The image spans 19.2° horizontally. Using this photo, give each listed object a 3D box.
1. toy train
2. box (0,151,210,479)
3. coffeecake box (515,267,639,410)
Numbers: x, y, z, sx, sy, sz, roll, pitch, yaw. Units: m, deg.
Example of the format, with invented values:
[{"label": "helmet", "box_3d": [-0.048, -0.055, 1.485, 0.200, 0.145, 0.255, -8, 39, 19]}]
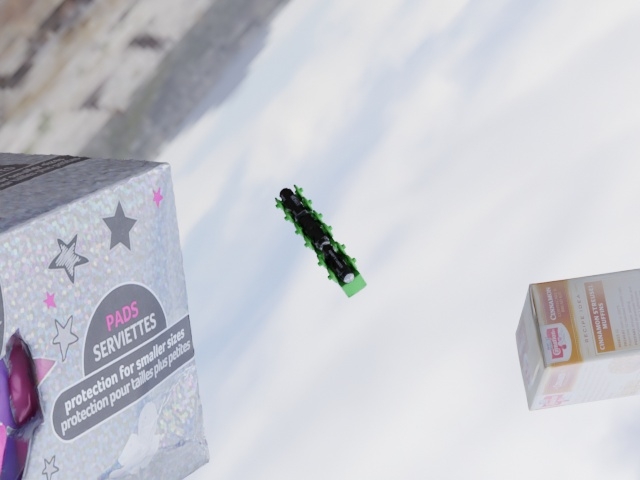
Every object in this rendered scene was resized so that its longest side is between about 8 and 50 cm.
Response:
[{"label": "toy train", "box_3d": [0.000, 0.000, 0.977, 0.017, 0.024, 0.083, -35, -137, -1]}, {"label": "box", "box_3d": [-0.179, 0.059, 0.723, 0.163, 0.142, 0.247, 4, -160, 33]}, {"label": "coffeecake box", "box_3d": [0.246, 0.069, 1.415, 0.185, 0.068, 0.142, -8, 163, -2]}]
